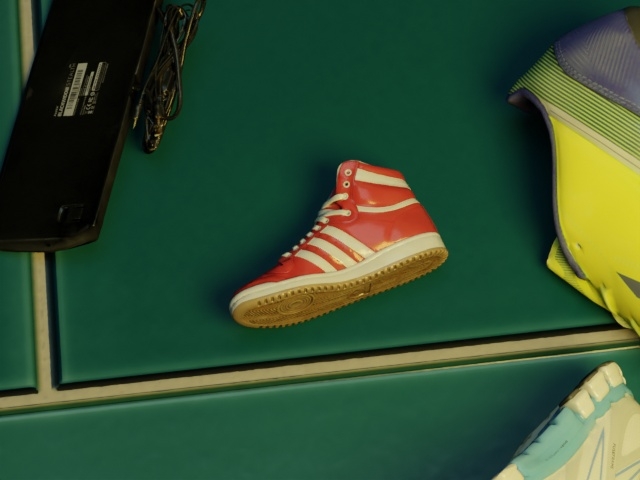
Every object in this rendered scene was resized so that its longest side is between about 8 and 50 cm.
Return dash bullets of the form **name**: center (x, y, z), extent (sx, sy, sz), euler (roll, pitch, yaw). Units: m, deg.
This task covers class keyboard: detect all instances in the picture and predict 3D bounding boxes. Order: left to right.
- **keyboard**: center (-0.115, -0.074, 1.086), extent (0.100, 0.038, 0.192), euler (-1, 62, 27)

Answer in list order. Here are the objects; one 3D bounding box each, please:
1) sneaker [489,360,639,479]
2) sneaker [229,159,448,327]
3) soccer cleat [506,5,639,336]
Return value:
- **sneaker**: center (0.110, 0.137, 0.933), extent (0.083, 0.071, 0.190), euler (46, 55, 7)
- **sneaker**: center (0.000, 0.000, 1.032), extent (0.118, 0.042, 0.067), euler (-18, 68, -16)
- **soccer cleat**: center (0.183, 0.018, 1.010), extent (0.121, 0.093, 0.289), euler (-29, 67, 21)
